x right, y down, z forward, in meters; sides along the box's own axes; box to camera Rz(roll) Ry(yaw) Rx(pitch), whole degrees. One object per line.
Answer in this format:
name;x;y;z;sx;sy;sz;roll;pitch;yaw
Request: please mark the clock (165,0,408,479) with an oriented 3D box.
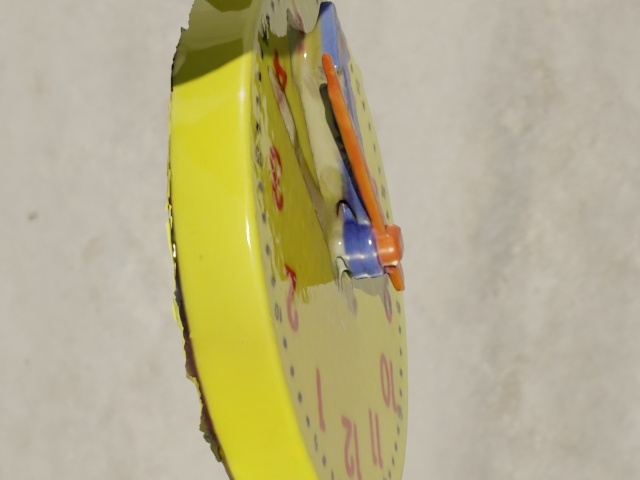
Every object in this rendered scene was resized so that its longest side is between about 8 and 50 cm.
clock;0.004;0.001;0.749;0.071;0.277;0.293;-7;78;15
